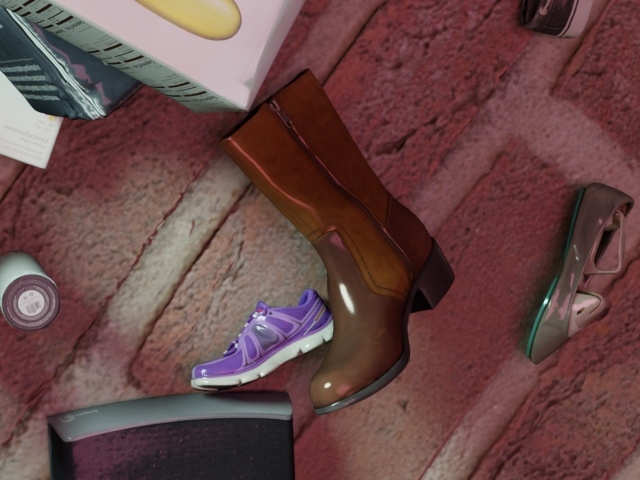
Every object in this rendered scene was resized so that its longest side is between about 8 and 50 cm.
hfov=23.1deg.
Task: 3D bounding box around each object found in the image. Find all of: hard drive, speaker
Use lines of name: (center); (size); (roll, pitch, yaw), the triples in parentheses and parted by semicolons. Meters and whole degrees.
hard drive: (-0.144, 0.245, 1.585); (0.255, 0.054, 0.172); (-4, 96, -20)
speaker: (-0.280, 0.046, 1.473); (0.055, 0.136, 0.055); (-3, 100, -17)

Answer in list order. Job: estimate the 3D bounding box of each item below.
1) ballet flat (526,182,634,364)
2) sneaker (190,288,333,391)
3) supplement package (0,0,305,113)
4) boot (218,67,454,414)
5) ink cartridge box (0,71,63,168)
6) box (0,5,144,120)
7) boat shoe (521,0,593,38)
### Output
ballet flat: (0.288, 0.041, 1.706); (0.068, 0.072, 0.213); (18, 86, 21)
sneaker: (-0.065, 0.103, 1.606); (0.170, 0.068, 0.071); (-27, 90, -25)
supplement package: (-0.113, -0.221, 1.119); (0.203, 0.149, 0.194); (28, 85, -19)
boot: (0.000, 0.000, 1.548); (0.280, 0.096, 0.264); (53, 52, -17)
ink cartridge box: (-0.287, -0.180, 1.484); (0.115, 0.067, 0.198); (19, 88, -21)
box: (-0.192, -0.430, 1.304); (0.480, 0.297, 0.472); (-43, 109, -11)
boat shoe: (0.262, -0.327, 1.663); (0.070, 0.078, 0.219); (8, 94, -22)
